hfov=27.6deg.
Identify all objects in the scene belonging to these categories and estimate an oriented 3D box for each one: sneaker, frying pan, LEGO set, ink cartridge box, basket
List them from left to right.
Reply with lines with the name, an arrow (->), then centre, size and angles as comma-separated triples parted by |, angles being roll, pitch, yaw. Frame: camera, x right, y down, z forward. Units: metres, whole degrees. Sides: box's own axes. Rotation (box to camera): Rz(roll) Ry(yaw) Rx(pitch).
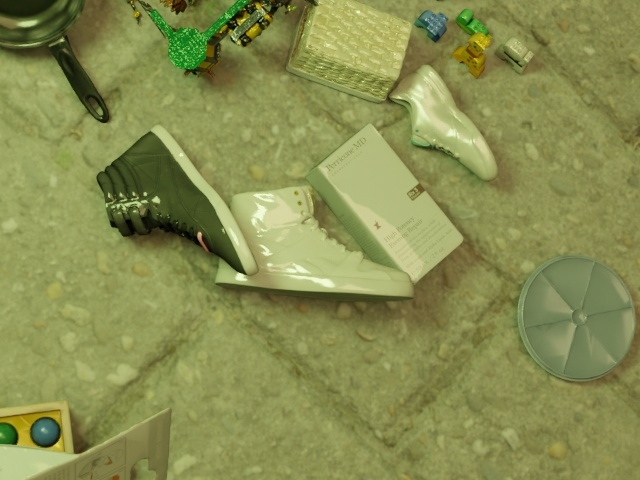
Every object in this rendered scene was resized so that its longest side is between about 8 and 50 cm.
ink cartridge box -> -0.383, 0.347, 1.683 | 0.385, 0.308, 0.091 | -24, 58, -26
frying pan -> -0.377, -0.329, 1.845 | 0.326, 0.053, 0.197 | 34, 114, -28
sneaker -> -0.211, -0.026, 1.856 | 0.147, 0.104, 0.296 | -35, 61, -11
LEGO set -> -0.180, -0.405, 1.949 | 0.331, 0.192, 0.255 | 43, 102, 10
sneaker -> 0.000, 0.000, 1.919 | 0.293, 0.108, 0.169 | 7, 79, -1
basket -> 0.046, -0.298, 2.000 | 0.167, 0.103, 0.113 | 18, 76, -10
sneaker -> 0.190, -0.166, 2.039 | 0.094, 0.080, 0.212 | -36, 84, -6
LEGO set -> 0.236, -0.332, 2.060 | 0.227, 0.093, 0.087 | 40, 74, -5

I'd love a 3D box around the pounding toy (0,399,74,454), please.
pounding toy -> -0.363, 0.313, 1.795 | 0.206, 0.094, 0.181 | -6, 82, -15

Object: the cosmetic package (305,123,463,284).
cosmetic package -> 0.097, -0.050, 1.982 | 0.117, 0.085, 0.231 | -41, 93, -18

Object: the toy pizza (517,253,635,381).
toy pizza -> 0.402, 0.122, 2.058 | 0.201, 0.032, 0.201 | 2, 81, -14
